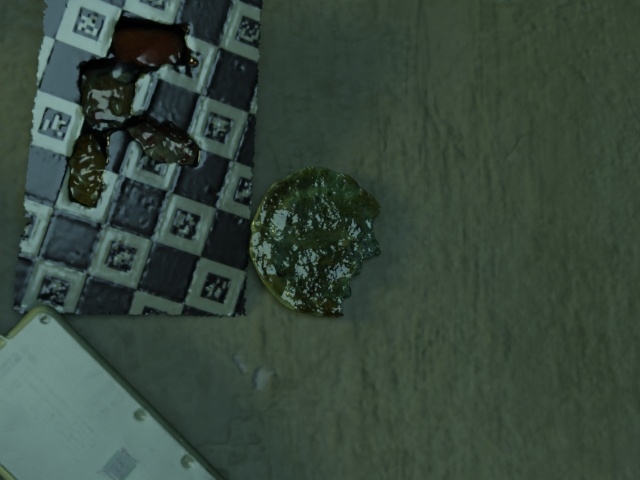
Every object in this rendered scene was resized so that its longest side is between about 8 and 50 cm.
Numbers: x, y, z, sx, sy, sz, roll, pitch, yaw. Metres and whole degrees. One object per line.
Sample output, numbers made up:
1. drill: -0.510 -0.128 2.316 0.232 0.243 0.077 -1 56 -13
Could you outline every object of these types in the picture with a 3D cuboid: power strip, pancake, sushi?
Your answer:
1. power strip: -0.172 0.174 0.869 0.270 0.046 0.118 46 74 -5
2. pancake: -0.005 -0.003 0.955 0.116 0.022 0.129 36 71 -12
3. sushi: -0.153 -0.078 0.928 0.193 0.043 0.279 3 93 -18
